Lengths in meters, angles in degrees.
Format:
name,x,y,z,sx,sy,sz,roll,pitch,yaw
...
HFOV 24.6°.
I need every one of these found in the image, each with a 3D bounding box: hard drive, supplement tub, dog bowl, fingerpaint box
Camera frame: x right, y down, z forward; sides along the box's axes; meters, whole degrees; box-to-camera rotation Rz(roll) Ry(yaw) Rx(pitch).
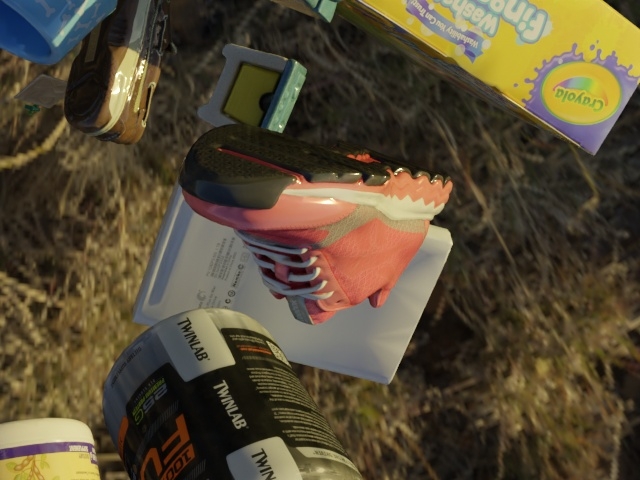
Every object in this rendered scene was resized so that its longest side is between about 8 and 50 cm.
name,x,y,z,sx,sy,sz,roll,pitch,yaw
hard drive,-0.033,0.039,1.637,0.307,0.040,0.203,15,118,-14
supplement tub,-0.388,0.414,1.892,0.241,0.241,0.331,-12,75,-2
dog bowl,-0.312,-0.254,1.234,0.297,0.166,0.074,36,73,-23
supplement tub,-0.077,0.241,1.479,0.207,0.338,0.207,-15,130,-19
fingerpaint box,0.117,-0.309,1.726,0.444,0.371,0.163,27,96,-36

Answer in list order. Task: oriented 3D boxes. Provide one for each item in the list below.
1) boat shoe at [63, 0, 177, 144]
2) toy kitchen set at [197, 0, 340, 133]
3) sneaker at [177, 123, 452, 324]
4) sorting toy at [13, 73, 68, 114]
name,x,y,z,sx,sy,sz,roll,pitch,yaw
boat shoe,-0.199,-0.223,1.560,0.095,0.095,0.257,29,72,-47
toy kitchen set,-0.037,-0.158,1.162,0.122,0.207,0.166,23,91,16
sneaker,0.001,0.000,1.067,0.116,0.314,0.136,21,99,27
sorting toy,-0.347,-0.180,1.814,0.083,0.012,0.062,-32,154,34
